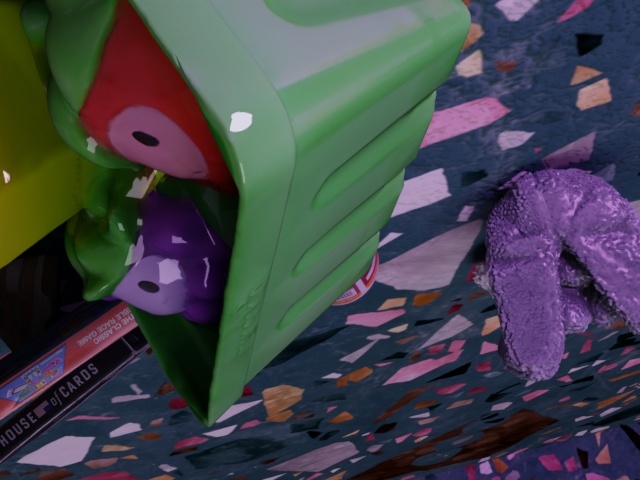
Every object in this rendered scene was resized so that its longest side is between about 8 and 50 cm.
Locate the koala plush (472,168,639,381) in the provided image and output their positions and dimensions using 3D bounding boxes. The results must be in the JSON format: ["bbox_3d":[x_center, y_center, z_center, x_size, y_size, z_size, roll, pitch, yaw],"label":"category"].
[{"bbox_3d":[0.263,0.026,1.071,0.196,0.203,0.221,-20,176,7],"label":"koala plush"}]

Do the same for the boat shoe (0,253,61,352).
[{"bbox_3d":[-0.286,0.072,0.926,0.072,0.068,0.190,4,140,-14],"label":"boat shoe"}]

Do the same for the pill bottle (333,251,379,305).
[{"bbox_3d":[0.000,0.000,0.914,0.086,0.086,0.152,-20,154,7],"label":"pill bottle"}]

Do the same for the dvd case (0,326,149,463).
[{"bbox_3d":[-0.223,0.132,0.935,0.179,0.029,0.239,-39,-179,5],"label":"dvd case"}]

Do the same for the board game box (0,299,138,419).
[{"bbox_3d":[-0.169,0.056,0.815,0.281,0.027,0.145,-34,-170,-1],"label":"board game box"}]

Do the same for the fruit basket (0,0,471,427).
[{"bbox_3d":[-0.145,-0.045,0.564,0.392,0.283,0.392,-31,160,-12],"label":"fruit basket"}]
